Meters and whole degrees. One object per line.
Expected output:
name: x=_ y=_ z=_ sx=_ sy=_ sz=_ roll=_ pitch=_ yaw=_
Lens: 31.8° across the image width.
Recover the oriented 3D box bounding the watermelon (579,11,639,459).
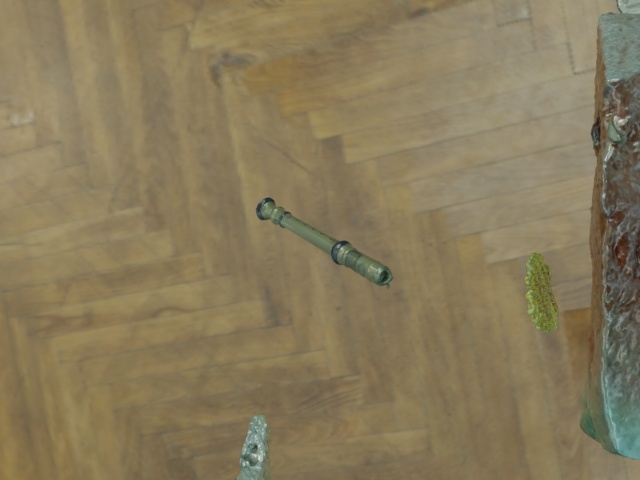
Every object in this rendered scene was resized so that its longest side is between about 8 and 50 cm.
watermelon: x=0.182 y=-0.006 z=0.610 sx=0.094 sy=0.154 sz=0.241 roll=2 pitch=100 yaw=56

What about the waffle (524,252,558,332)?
waffle: x=0.234 y=0.055 z=1.195 sx=0.016 sy=0.078 sz=0.085 roll=-11 pitch=79 yaw=28

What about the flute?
flute: x=0.000 y=0.000 z=1.123 sx=0.233 sy=0.027 sz=0.027 roll=30 pitch=107 yaw=54

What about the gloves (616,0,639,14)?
gloves: x=0.252 y=-0.180 z=0.835 sx=0.081 sy=0.037 sz=0.044 roll=-35 pitch=115 yaw=21

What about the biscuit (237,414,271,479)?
biscuit: x=-0.091 y=0.373 z=1.545 sx=0.040 sy=0.188 sz=0.265 roll=1 pitch=78 yaw=4
